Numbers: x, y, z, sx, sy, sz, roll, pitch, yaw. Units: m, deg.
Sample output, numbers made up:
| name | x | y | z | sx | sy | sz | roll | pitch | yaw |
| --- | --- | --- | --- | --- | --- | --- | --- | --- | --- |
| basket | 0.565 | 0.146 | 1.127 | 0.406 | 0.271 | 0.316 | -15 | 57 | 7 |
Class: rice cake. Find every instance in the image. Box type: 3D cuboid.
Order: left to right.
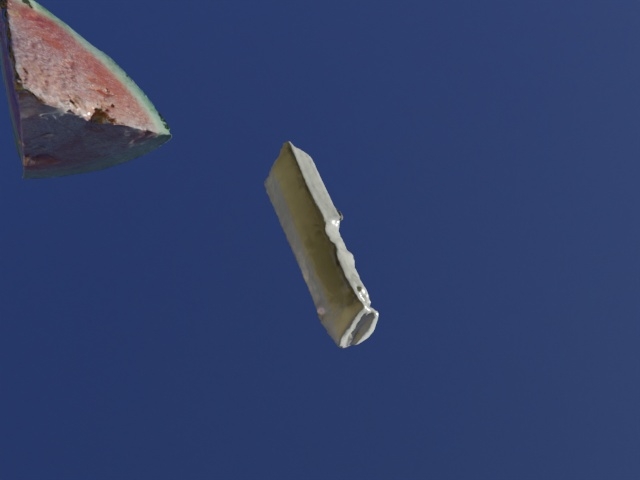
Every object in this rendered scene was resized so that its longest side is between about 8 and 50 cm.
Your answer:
| name | x | y | z | sx | sy | sz | roll | pitch | yaw |
| --- | --- | --- | --- | --- | --- | --- | --- | --- | --- |
| rice cake | 0.000 | 0.000 | 1.411 | 0.052 | 0.057 | 0.256 | 1 | -139 | -25 |

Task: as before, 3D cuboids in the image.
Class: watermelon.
| name | x | y | z | sx | sy | sz | roll | pitch | yaw |
| --- | --- | --- | --- | --- | --- | --- | --- | --- | --- |
| watermelon | -0.247 | -0.161 | 1.349 | 0.136 | 0.202 | 0.207 | -27 | -83 | -18 |
